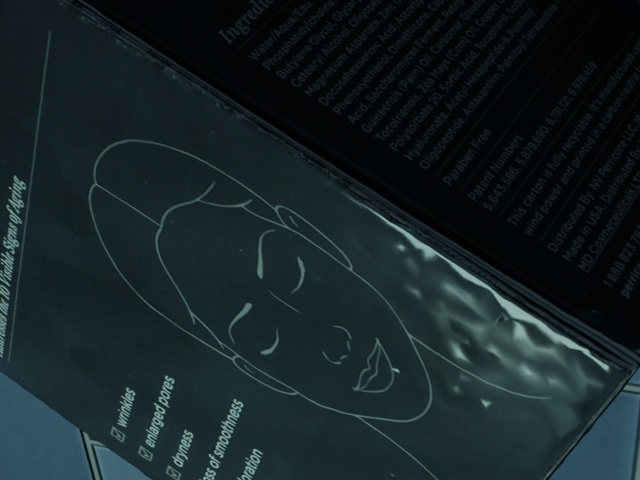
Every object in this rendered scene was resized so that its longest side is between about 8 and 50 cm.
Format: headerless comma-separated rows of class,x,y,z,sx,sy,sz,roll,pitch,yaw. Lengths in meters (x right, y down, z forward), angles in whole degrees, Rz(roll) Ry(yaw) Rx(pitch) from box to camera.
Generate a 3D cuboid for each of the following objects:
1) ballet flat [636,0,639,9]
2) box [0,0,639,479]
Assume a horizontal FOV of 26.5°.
ballet flat,0.407,-0.040,1.066,0.182,0.164,0.483,-23,118,13
box,0.000,0.000,1.065,0.471,0.297,0.480,33,141,8
